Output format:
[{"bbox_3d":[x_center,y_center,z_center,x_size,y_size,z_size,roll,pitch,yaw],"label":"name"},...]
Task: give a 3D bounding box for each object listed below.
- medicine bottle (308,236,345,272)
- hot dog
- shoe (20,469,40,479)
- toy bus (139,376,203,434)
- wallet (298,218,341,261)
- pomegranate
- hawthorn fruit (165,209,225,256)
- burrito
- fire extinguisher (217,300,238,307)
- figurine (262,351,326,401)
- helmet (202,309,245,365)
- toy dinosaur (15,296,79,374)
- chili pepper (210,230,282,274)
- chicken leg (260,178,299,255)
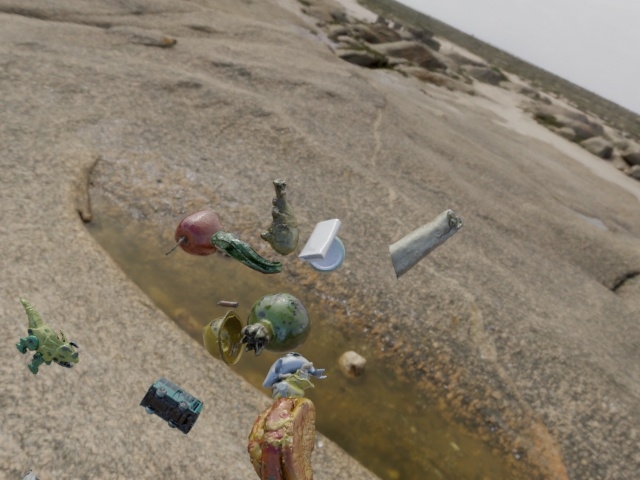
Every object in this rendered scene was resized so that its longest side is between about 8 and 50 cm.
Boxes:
[{"bbox_3d":[0.016,0.046,1.622,0.139,0.139,0.225,27,-2,1],"label":"medicine bottle"},{"bbox_3d":[-0.103,0.538,1.226,0.153,0.150,0.256,36,42,-36],"label":"hot dog"},{"bbox_3d":[-0.532,0.501,0.844,0.091,0.207,0.106,-50,118,-33],"label":"shoe"},{"bbox_3d":[-0.418,0.468,1.307,0.160,0.079,0.092,32,6,1],"label":"toy bus"},{"bbox_3d":[0.000,0.000,0.976,0.061,0.025,0.122,-4,37,27],"label":"wallet"},{"bbox_3d":[-0.185,0.313,1.660,0.306,0.242,0.242,-16,48,-41],"label":"pomegranate"},{"bbox_3d":[-0.411,-0.018,1.492,0.163,0.162,0.203,34,20,14],"label":"hawthorn fruit"},{"bbox_3d":[0.267,0.002,1.195,0.087,0.226,0.060,54,5,5],"label":"burrito"},{"bbox_3d":[-0.354,0.243,1.733,0.084,0.022,0.028,4,50,14],"label":"fire extinguisher"},{"bbox_3d":[-0.085,0.453,1.482,0.209,0.128,0.183,-8,61,2],"label":"figurine"},{"bbox_3d":[-0.423,0.405,1.920,0.140,0.256,0.205,1,42,18],"label":"helmet"},{"bbox_3d":[-0.842,0.291,1.377,0.259,0.153,0.094,53,16,-3],"label":"toy dinosaur"},{"bbox_3d":[-0.174,0.027,1.049,0.182,0.050,0.073,29,-7,10],"label":"chili pepper"},{"bbox_3d":[-0.096,-0.053,1.062,0.093,0.177,0.070,-6,15,-21],"label":"chicken leg"}]
